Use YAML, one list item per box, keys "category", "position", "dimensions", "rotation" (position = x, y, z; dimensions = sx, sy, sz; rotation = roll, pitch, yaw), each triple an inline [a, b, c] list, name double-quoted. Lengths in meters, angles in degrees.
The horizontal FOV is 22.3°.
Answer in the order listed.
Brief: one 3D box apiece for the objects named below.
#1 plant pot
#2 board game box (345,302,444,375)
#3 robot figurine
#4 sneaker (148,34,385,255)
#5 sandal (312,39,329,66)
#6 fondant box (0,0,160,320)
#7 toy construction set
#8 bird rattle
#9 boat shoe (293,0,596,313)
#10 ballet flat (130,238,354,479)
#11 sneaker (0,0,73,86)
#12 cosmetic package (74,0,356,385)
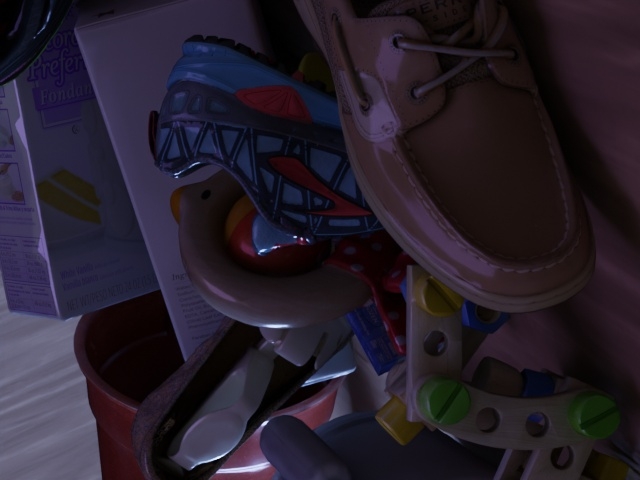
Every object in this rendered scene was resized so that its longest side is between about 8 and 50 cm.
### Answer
- category: "plant pot"
  position: [-0.113, 0.211, 1.650]
  dimensions: [0.272, 0.272, 0.265]
  rotation: [-131, 39, -51]
- category: "board game box"
  position: [0.065, 0.049, 1.273]
  dimensions: [0.090, 0.090, 0.020]
  rotation: [61, 162, 22]
- category: "robot figurine"
  position: [0.070, 0.256, 1.335]
  dimensions: [0.300, 0.200, 0.353]
  rotation: [49, 172, -19]
- category: "sneaker"
  position: [0.003, -0.037, 1.129]
  dimensions: [0.262, 0.125, 0.104]
  rotation: [26, 180, 9]
- category: "sandal"
  position: [0.022, -0.161, 1.148]
  dimensions: [0.265, 0.076, 0.102]
  rotation: [59, 163, 28]
- category: "fondant box"
  position: [-0.211, -0.111, 1.589]
  dimensions: [0.096, 0.238, 0.330]
  rotation: [3, 106, 47]
- category: "toy construction set"
  position: [0.084, 0.191, 1.082]
  dimensions: [0.327, 0.215, 0.151]
  rotation: [-62, 13, 10]
- category: "bird rattle"
  position: [0.000, 0.000, 1.225]
  dimensions: [0.143, 0.207, 0.253]
  rotation: [88, 159, -56]
- category: "boat shoe"
  position: [0.063, -0.110, 0.994]
  dimensions: [0.110, 0.122, 0.341]
  rotation: [93, 152, -59]
- category: "ballet flat"
  position: [-0.042, 0.097, 1.353]
  dimensions: [0.108, 0.316, 0.106]
  rotation: [35, -165, -13]
- category: "sneaker"
  position: [-0.224, -0.305, 1.294]
  dimensions: [0.202, 0.185, 0.482]
  rotation: [-83, 15, -64]
- category: "cosmetic package"
  position: [-0.091, -0.060, 1.449]
  dimensions: [0.197, 0.155, 0.365]
  rotation: [-100, -5, -67]
